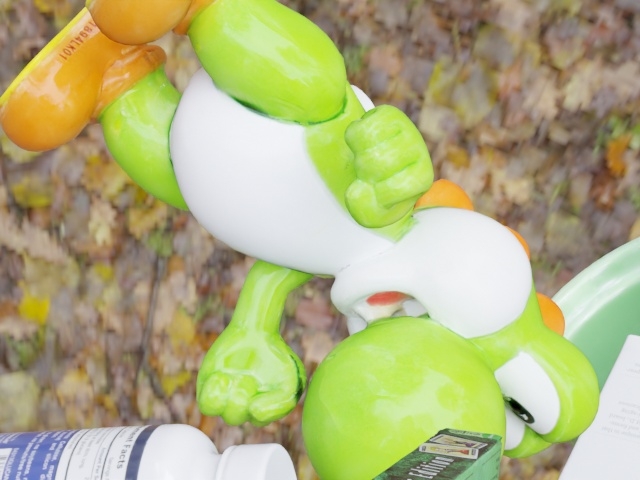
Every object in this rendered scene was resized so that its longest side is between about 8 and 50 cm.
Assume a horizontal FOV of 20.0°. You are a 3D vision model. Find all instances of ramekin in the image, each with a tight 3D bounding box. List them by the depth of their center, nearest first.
[{"bbox_3d":[0.377,0.130,1.975,0.303,0.303,0.148,-45,113,-21],"label":"ramekin"}]

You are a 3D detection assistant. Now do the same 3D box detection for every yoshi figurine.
[{"bbox_3d":[-0.006,0.011,0.966,0.362,0.203,0.203,43,89,-8],"label":"yoshi figurine"}]

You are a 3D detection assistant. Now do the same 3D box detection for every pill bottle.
[{"bbox_3d":[-0.099,0.139,0.893,0.169,0.094,0.094,-4,66,15],"label":"pill bottle"}]

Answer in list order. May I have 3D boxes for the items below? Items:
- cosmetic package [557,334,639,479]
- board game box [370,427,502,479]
[{"bbox_3d":[0.336,0.214,1.695,0.151,0.151,0.184,12,59,33],"label":"cosmetic package"},{"bbox_3d":[0.013,0.147,0.574,0.030,0.259,0.136,5,95,17],"label":"board game box"}]
